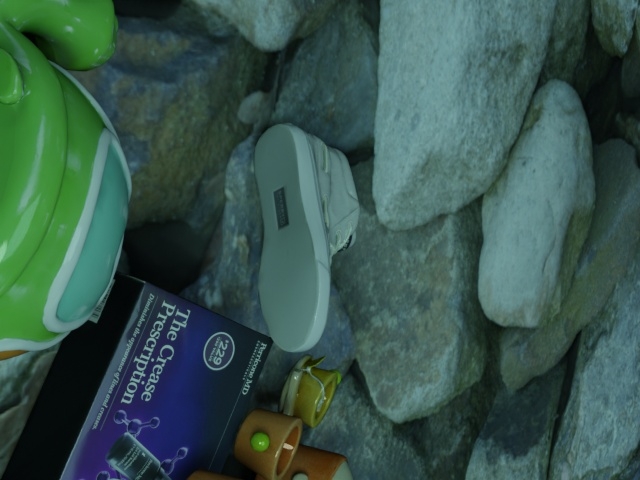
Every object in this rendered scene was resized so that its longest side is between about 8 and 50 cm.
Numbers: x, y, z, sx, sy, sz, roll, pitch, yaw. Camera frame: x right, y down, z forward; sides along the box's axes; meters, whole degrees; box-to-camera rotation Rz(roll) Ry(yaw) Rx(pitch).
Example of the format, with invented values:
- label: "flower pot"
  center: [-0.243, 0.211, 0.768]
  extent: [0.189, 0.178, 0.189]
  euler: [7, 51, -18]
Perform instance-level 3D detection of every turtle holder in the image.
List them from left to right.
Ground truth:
- label: "turtle holder"
  center: [-0.273, -0.054, 0.760]
  extent: [0.227, 0.243, 0.320]
  euler: [40, 33, -60]

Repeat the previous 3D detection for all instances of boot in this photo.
- label: "boot"
  center: [0.000, 0.000, 1.037]
  extent: [0.123, 0.095, 0.258]
  euler: [15, 64, -46]

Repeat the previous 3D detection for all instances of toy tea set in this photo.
- label: "toy tea set"
  center: [-0.034, 0.269, 0.993]
  extent: [0.336, 0.124, 0.200]
  euler: [-38, 143, -61]

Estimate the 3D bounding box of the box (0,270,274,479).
- label: "box"
  center: [-0.184, 0.182, 0.947]
  extent: [0.184, 0.103, 0.261]
  euler: [30, 78, -44]
